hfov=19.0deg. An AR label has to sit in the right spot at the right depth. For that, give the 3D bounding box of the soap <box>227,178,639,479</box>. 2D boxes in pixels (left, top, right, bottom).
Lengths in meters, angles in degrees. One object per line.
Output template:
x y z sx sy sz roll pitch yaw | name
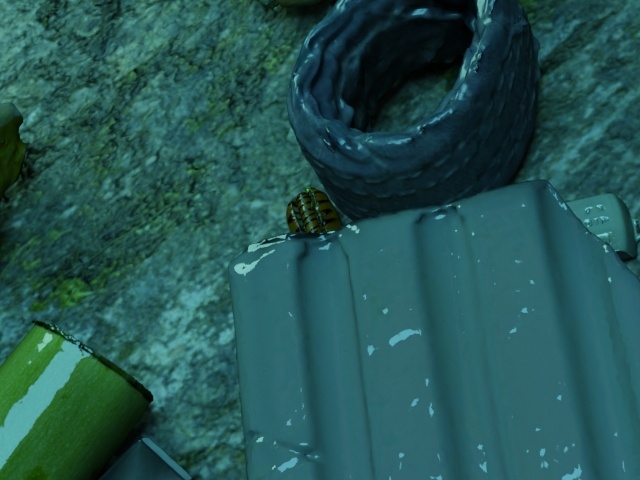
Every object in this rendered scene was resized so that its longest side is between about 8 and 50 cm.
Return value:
0.126 0.187 1.506 0.350 0.213 0.435 -17 59 12 | soap

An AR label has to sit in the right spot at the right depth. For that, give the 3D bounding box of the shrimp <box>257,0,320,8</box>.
0.033 -0.325 1.904 0.267 0.061 0.145 -35 50 -1 | shrimp

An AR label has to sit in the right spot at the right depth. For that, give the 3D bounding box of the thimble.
0.087 -0.131 1.715 0.236 0.172 0.205 -40 61 -7 | thimble

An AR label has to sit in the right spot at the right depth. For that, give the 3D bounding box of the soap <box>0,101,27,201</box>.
-0.380 0.057 1.774 0.304 0.169 0.338 -33 58 12 | soap

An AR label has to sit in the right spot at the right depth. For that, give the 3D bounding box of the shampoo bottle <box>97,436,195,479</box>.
-0.201 0.287 1.639 0.080 0.079 0.246 37 79 31 | shampoo bottle

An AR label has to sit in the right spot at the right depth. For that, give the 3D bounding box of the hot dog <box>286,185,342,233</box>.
0.000 0.000 1.751 0.049 0.037 0.122 -28 56 6 | hot dog

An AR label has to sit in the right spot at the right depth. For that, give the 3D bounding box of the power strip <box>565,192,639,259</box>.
0.158 0.012 1.696 0.253 0.027 0.060 -13 60 12 | power strip

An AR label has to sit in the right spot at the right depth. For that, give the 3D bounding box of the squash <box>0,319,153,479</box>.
-0.269 0.201 1.684 0.132 0.132 0.247 29 77 29 | squash
